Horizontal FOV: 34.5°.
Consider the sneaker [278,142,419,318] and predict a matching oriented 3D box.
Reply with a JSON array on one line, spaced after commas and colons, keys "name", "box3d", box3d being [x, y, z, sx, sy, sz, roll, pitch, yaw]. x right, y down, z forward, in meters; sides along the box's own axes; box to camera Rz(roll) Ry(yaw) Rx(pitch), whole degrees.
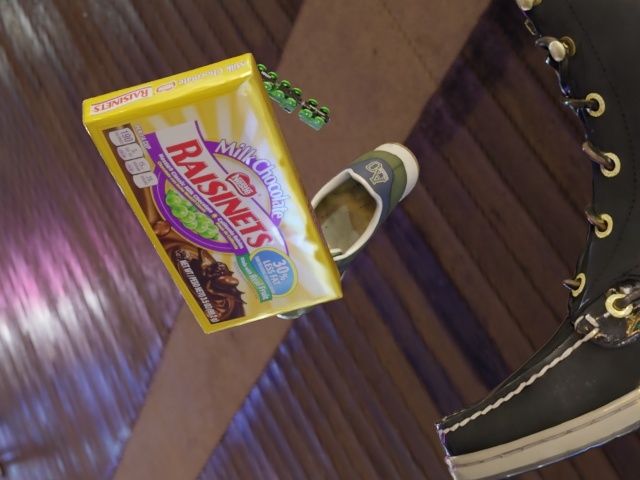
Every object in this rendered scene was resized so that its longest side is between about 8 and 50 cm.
[{"name": "sneaker", "box3d": [0.000, 0.000, 0.849, 0.064, 0.086, 0.192, 44, 117, 7]}]

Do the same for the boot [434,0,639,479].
[{"name": "boot", "box3d": [0.117, -0.024, 0.424, 0.178, 0.236, 0.085, 58, -168, 8]}]

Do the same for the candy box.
[{"name": "candy box", "box3d": [-0.061, -0.021, 0.660, 0.206, 0.105, 0.027, 67, -172, -45]}]

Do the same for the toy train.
[{"name": "toy train", "box3d": [-0.029, -0.125, 0.906, 0.083, 0.017, 0.024, 32, 152, -9]}]
